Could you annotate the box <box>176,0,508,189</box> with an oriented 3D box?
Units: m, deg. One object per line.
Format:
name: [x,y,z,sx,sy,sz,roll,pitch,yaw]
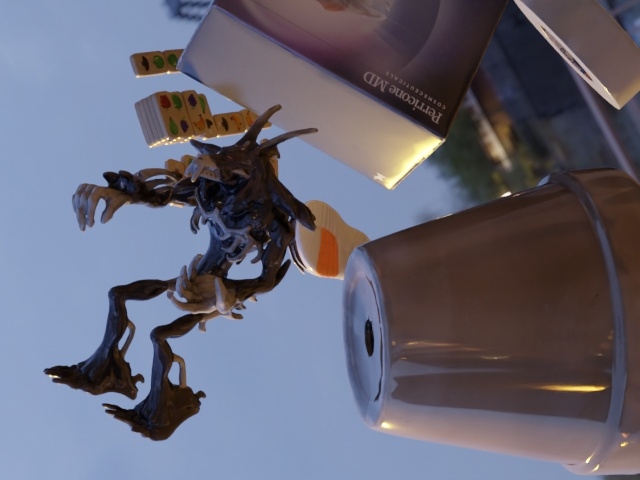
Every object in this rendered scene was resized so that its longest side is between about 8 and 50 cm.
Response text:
box: [0.042,-0.268,1.875,0.296,0.294,0.183,29,156,-8]

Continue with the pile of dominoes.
pile of dominoes: [-0.128,-0.153,2.058,0.251,0.040,0.196,-16,-93,-54]

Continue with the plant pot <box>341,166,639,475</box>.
plant pot: [0.178,0.092,1.691,0.323,0.280,0.323,176,90,-77]

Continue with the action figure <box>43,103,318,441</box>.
action figure: [-0.107,0.015,1.288,0.164,0.275,0.141,33,-169,34]

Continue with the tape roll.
tape roll: [0.365,-0.284,2.282,0.219,0.072,0.219,46,-172,-8]

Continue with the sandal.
sandal: [-0.002,0.011,2.427,0.265,0.076,0.102,33,-114,-64]
